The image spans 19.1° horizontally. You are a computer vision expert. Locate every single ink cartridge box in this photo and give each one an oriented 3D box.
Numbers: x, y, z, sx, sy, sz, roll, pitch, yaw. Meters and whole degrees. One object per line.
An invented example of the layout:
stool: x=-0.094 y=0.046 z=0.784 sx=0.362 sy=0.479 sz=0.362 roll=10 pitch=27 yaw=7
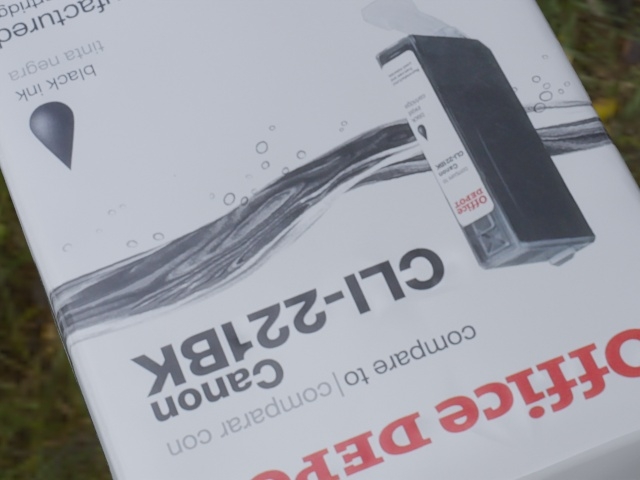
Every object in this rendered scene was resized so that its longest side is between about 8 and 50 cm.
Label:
ink cartridge box: x=0.000 y=0.000 z=0.678 sx=0.197 sy=0.114 sz=0.273 roll=-21 pitch=63 yaw=-7
